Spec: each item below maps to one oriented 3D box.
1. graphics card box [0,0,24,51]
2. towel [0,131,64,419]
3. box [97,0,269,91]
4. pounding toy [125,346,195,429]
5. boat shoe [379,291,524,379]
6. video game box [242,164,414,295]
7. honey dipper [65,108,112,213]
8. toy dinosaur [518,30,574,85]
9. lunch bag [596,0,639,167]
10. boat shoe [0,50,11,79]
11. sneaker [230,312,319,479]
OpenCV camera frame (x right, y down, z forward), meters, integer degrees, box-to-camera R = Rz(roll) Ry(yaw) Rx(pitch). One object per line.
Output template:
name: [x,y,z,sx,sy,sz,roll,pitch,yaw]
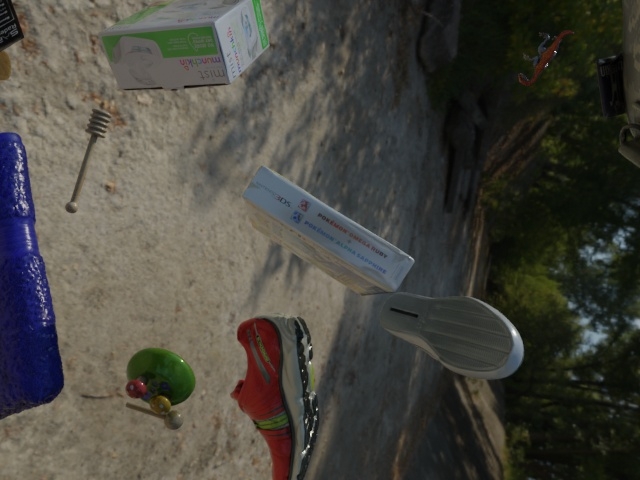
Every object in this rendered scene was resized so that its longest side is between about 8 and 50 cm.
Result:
graphics card box: [-0.407,-0.347,0.436,0.094,0.232,0.371,-42,-178,-22]
towel: [-0.400,0.053,0.580,0.076,0.228,0.308,1,68,-56]
box: [-0.274,-0.417,1.062,0.231,0.262,0.126,-65,153,-48]
pounding toy: [-0.428,0.397,1.292,0.110,0.183,0.236,-72,178,-64]
boat shoe: [0.162,0.109,0.602,0.076,0.226,0.083,30,86,-25]
video game box: [0.000,0.000,0.609,0.048,0.187,0.205,-56,179,-9]
honey dipper: [-0.354,-0.118,0.762,0.030,0.031,0.160,26,81,-69]
toy dinosaur: [0.363,-0.300,0.838,0.090,0.047,0.082,-105,-145,-85]
lunch bag: [0.334,-0.175,0.274,0.212,0.305,0.256,-83,155,-51]
boat shoe: [-0.504,-0.253,0.681,0.170,0.059,0.062,3,89,-78]
sneaker: [-0.068,0.235,0.724,0.107,0.119,0.278,-40,128,-75]
